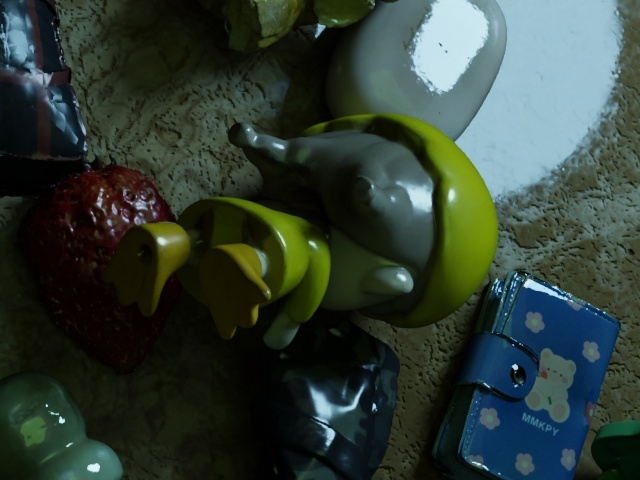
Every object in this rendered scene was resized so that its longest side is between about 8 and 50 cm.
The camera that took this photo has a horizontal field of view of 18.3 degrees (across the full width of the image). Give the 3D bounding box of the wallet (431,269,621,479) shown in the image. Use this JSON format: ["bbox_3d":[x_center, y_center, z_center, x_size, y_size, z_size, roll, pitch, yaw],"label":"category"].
[{"bbox_3d":[0.188,0.139,1.800,0.141,0.059,0.202,27,67,-15],"label":"wallet"}]

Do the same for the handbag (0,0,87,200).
[{"bbox_3d":[-0.284,-0.140,1.588,0.169,0.155,0.215,-2,73,-31],"label":"handbag"}]

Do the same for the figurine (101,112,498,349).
[{"bbox_3d":[0.000,0.000,1.629,0.215,0.187,0.343,31,28,28],"label":"figurine"}]

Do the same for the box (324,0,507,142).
[{"bbox_3d":[0.088,-0.164,1.815,0.146,0.088,0.200,37,64,-11],"label":"box"}]

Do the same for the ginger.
[{"bbox_3d":[-0.037,-0.234,1.754,0.216,0.102,0.157,-12,48,-24],"label":"ginger"}]

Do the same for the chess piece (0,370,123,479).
[{"bbox_3d":[-0.193,0.215,1.560,0.133,0.133,0.243,-30,87,-29],"label":"chess piece"}]

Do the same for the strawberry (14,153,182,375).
[{"bbox_3d":[-0.176,0.019,1.651,0.146,0.082,0.187,-9,85,-21],"label":"strawberry"}]

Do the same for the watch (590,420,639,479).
[{"bbox_3d":[0.299,0.239,1.763,0.131,0.165,0.152,53,42,-23],"label":"watch"}]

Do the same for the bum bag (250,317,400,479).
[{"bbox_3d":[-0.008,0.223,1.663,0.144,0.095,0.340,24,67,-36],"label":"bum bag"}]
